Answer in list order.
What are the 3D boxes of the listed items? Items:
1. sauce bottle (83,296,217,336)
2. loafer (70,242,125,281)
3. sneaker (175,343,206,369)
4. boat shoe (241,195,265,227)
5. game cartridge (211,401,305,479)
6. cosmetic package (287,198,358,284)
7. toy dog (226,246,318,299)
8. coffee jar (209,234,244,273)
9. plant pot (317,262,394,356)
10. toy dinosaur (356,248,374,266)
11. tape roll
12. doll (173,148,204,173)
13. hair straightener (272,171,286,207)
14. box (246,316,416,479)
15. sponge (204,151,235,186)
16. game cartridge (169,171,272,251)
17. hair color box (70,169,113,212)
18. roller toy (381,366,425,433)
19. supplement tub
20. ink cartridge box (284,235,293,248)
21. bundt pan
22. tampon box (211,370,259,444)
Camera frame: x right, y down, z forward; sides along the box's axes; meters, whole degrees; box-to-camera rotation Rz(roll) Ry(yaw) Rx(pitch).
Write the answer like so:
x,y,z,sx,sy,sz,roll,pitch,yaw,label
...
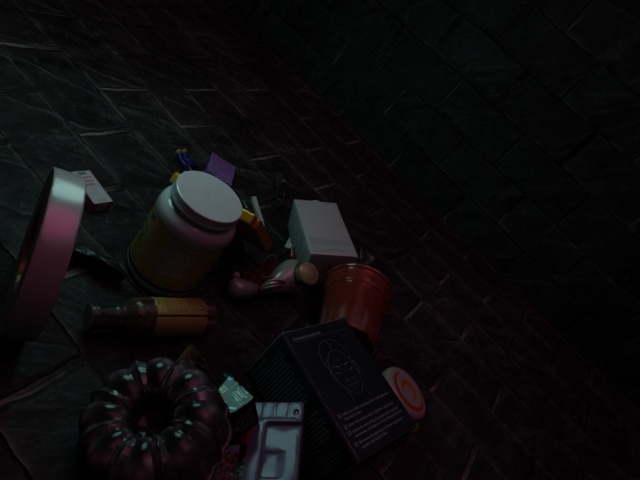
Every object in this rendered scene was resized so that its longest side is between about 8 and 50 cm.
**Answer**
x,y,z,sx,sy,sz,roll,pitch,yaw,label
-0.451,0.204,1.394,0.345,0.111,0.111,10,42,-42,sauce bottle
-0.621,0.056,1.450,0.170,0.062,0.061,34,26,-14,loafer
-0.360,0.346,1.354,0.071,0.066,0.188,38,31,-5,sneaker
-0.262,-0.078,2.024,0.070,0.077,0.219,-12,55,-12,boat shoe
-0.163,0.536,1.218,0.230,0.068,0.355,2,35,2,game cartridge
0.000,0.000,2.041,0.197,0.155,0.365,5,35,-17,cosmetic package
-0.163,0.105,1.782,0.334,0.220,0.160,5,67,-58,toy dog
-0.341,0.037,1.767,0.096,0.079,0.184,36,30,7,coffee jar
0.106,0.268,1.813,0.272,0.272,0.265,34,39,-11,plant pot
0.120,0.155,2.124,0.314,0.121,0.160,-18,45,-42,toy dinosaur
-0.622,0.028,1.158,0.072,0.392,0.392,19,36,-31,tape roll
-0.499,-0.275,2.031,0.189,0.046,0.129,50,22,4,doll
-0.185,-0.233,2.289,0.047,0.089,0.230,11,41,-13,hair straightener
0.028,0.457,1.499,0.294,0.212,0.395,-3,52,-50,box
-0.411,-0.288,2.125,0.117,0.031,0.210,33,21,-20,sponge
-0.323,-0.090,1.736,0.324,0.052,0.285,27,-14,10,game cartridge
-0.725,-0.155,1.625,0.141,0.043,0.072,50,32,14,hair color box
0.234,0.527,1.702,0.191,0.146,0.209,46,24,-8,roller toy
-0.398,-0.016,1.522,0.241,0.331,0.241,28,32,-20,supplement tub
-0.053,0.039,2.144,0.179,0.045,0.145,20,32,1,ink cartridge box
-0.357,0.389,1.101,0.331,0.124,0.330,3,46,-3,bundt pan
-0.251,0.423,1.251,0.161,0.101,0.120,-29,43,-31,tampon box
